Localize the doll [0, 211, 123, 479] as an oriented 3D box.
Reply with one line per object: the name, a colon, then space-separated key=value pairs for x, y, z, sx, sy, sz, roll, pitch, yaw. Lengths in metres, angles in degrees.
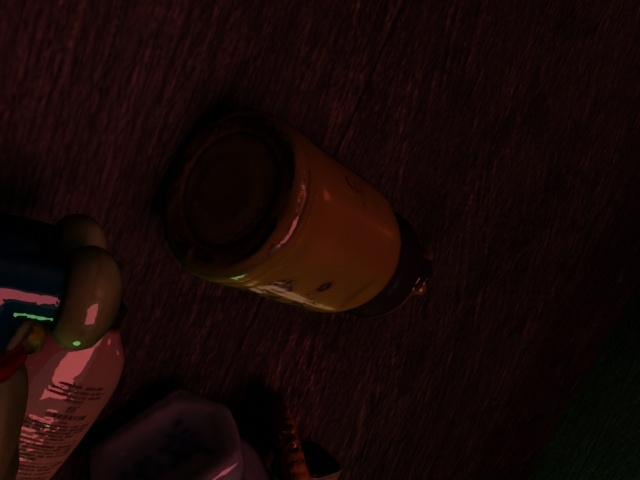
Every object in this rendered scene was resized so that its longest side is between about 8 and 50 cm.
doll: x=-0.293 y=0.106 z=0.533 sx=0.186 sy=0.198 sz=0.322 roll=27 pitch=94 yaw=-31

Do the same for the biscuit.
biscuit: x=-0.037 y=0.335 z=0.981 sx=0.035 sy=0.254 sz=0.254 roll=-13 pitch=132 yaw=-10

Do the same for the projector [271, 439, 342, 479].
projector: x=-0.026 y=0.380 z=1.147 sx=0.083 sy=0.083 sz=0.082 roll=2 pitch=116 yaw=-50

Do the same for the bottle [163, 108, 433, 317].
bottle: x=0.000 y=0.000 z=0.807 sx=0.172 sy=0.171 sz=0.351 roll=-57 pitch=145 yaw=3

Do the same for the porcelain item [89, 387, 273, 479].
porcelain item: x=-0.159 y=0.379 z=0.917 sx=0.242 sy=0.178 sz=0.405 roll=-32 pitch=136 yaw=-27

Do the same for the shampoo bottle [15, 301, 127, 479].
shampoo bottle: x=-0.271 y=0.160 z=0.700 sx=0.257 sy=0.078 sz=0.127 roll=-55 pitch=139 yaw=4
